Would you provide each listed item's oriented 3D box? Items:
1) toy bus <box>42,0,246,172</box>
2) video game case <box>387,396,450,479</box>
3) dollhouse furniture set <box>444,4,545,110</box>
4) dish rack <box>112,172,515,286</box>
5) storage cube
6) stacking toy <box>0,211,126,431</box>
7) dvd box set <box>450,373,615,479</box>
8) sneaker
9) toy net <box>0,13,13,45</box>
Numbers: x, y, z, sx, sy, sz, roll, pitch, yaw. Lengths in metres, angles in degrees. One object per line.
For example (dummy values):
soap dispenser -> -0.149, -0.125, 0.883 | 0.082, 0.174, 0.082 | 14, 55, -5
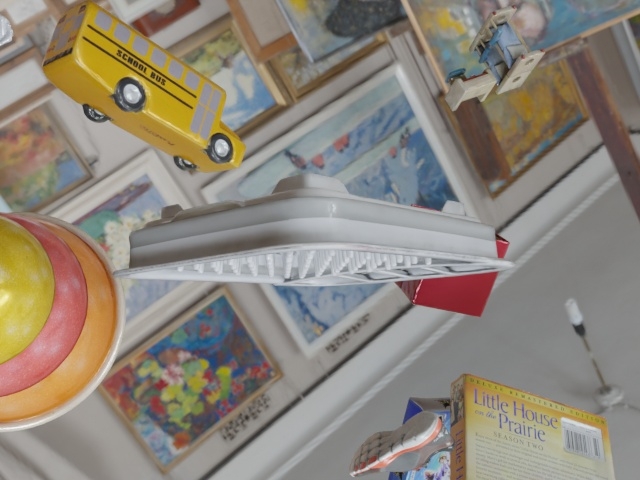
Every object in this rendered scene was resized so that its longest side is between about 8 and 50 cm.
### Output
toy bus -> -0.265, -0.226, 1.135 | 0.108, 0.332, 0.130 | -5, -114, 43
video game case -> 0.259, 0.446, 1.430 | 0.244, 0.270, 0.061 | 5, -166, -30
dollhouse furniture set -> 0.343, -0.384, 1.495 | 0.183, 0.129, 0.129 | -22, 163, -19
dish rack -> 0.000, 0.000, 0.698 | 0.285, 0.073, 0.332 | -8, 172, 41
storage cube -> 0.297, 0.047, 1.679 | 0.184, 0.214, 0.193 | -128, -126, -66
stacking toy -> -0.460, 0.064, 0.944 | 0.350, 0.351, 0.480 | -37, 171, -17
dvd box set -> 0.357, 0.455, 1.178 | 0.062, 0.307, 0.421 | 124, -20, -48
sneaker -> 0.102, 0.274, 0.898 | 0.158, 0.065, 0.061 | -36, -164, 35
toy net -> -0.515, -0.260, 0.905 | 0.232, 0.122, 0.045 | 4, 176, 1
